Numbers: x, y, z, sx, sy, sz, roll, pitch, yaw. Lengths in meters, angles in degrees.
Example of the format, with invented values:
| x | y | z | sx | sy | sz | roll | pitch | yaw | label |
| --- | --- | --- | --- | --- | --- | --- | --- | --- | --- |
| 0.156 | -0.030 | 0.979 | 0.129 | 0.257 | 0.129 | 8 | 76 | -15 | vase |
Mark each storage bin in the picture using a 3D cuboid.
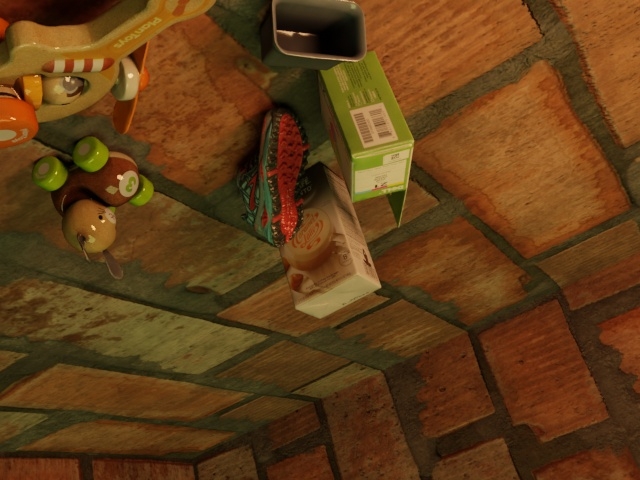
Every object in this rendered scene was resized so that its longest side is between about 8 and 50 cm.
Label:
| x | y | z | sx | sy | sz | roll | pitch | yaw | label |
| --- | --- | --- | --- | --- | --- | --- | --- | --- | --- |
| -0.019 | -0.283 | 0.928 | 0.135 | 0.098 | 0.091 | -2 | 176 | -27 | storage bin |

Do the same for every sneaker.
| x | y | z | sx | sy | sz | roll | pitch | yaw | label |
| --- | --- | --- | --- | --- | --- | --- | --- | --- | --- |
| -0.100 | -0.112 | 1.158 | 0.104 | 0.125 | 0.261 | -35 | 143 | -43 | sneaker |

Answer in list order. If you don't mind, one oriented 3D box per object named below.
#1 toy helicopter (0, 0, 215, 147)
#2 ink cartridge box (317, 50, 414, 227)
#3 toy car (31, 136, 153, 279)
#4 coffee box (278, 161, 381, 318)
| x | y | z | sx | sy | sz | roll | pitch | yaw | label |
| --- | --- | --- | --- | --- | --- | --- | --- | --- | --- |
| -0.261 | -0.228 | 0.826 | 0.355 | 0.140 | 0.235 | -23 | 168 | 25 | toy helicopter |
| 0.069 | -0.145 | 1.101 | 0.097 | 0.188 | 0.255 | -15 | 152 | -6 | ink cartridge box |
| -0.350 | -0.037 | 1.069 | 0.149 | 0.188 | 0.155 | -23 | 151 | 11 | toy car |
| 0.000 | 0.000 | 1.261 | 0.141 | 0.246 | 0.098 | -30 | 149 | 20 | coffee box |
